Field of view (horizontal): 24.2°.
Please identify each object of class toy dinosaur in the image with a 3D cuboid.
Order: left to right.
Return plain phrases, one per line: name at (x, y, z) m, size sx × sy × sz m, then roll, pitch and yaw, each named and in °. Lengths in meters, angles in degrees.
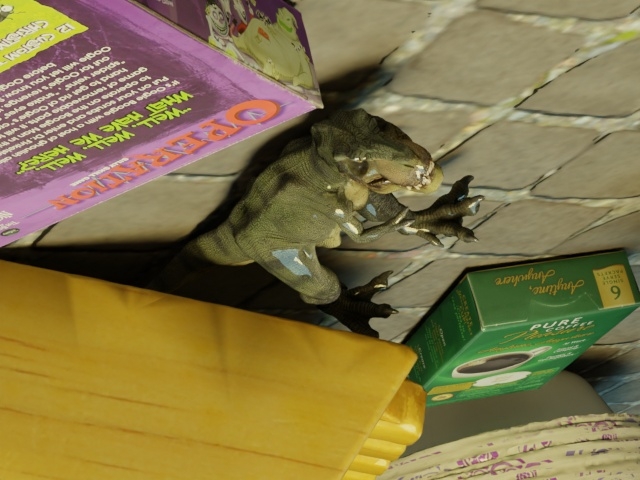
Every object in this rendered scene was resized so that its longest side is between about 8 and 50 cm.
toy dinosaur at (0.000, 0.000, 0.708) m, size 0.118 × 0.064 × 0.268 m, roll 15°, pitch 152°, yaw -27°

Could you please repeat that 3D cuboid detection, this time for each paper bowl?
paper bowl at (0.136, 0.197, 1.198) m, size 0.284 × 0.148 × 0.284 m, roll -11°, pitch 160°, yaw -4°

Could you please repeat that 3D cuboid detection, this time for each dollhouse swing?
dollhouse swing at (-0.137, 0.220, 0.808) m, size 0.315 × 0.305 × 0.347 m, roll 12°, pitch 156°, yaw -7°

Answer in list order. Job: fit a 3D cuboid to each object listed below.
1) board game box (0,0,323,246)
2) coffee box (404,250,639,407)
board game box at (-0.198, -0.029, 0.527) m, size 0.346 × 0.056 × 0.208 m, roll -22°, pitch 154°, yaw 24°
coffee box at (0.122, 0.062, 0.978) m, size 0.113 × 0.040 × 0.184 m, roll -8°, pitch 160°, yaw -15°
